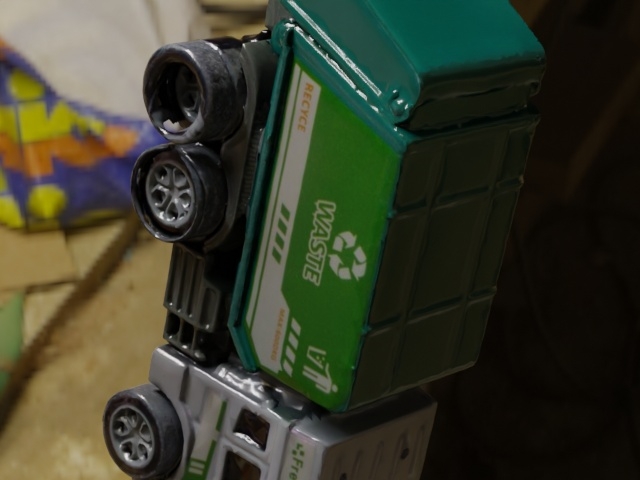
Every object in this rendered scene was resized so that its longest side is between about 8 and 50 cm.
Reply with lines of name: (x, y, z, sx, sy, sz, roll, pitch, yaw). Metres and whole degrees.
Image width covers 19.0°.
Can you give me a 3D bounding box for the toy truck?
toy truck: (0.000, 0.000, 0.744, 0.124, 0.253, 0.114, 27, 27, 36)
